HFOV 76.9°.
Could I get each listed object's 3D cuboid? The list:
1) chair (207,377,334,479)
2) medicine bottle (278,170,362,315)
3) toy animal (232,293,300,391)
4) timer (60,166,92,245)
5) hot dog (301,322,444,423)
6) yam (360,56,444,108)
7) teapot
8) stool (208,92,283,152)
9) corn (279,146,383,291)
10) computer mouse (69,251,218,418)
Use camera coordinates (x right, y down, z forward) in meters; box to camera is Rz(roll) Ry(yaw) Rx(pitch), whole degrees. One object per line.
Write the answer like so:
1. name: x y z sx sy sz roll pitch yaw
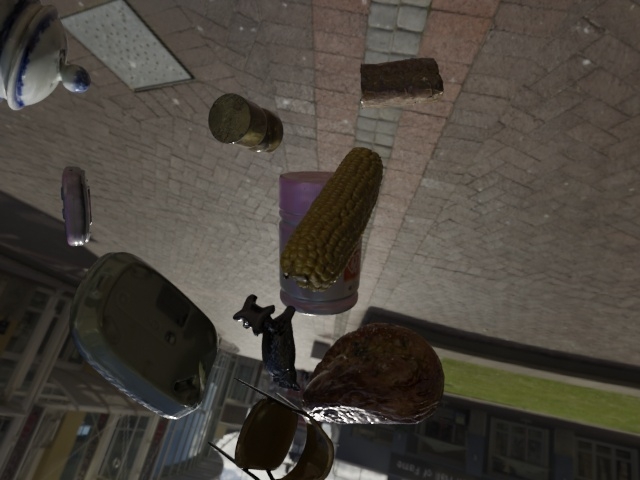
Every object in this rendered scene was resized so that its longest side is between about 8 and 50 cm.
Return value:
1. chair: -0.107 0.435 0.900 0.173 0.158 0.247 30 163 -30
2. medicine bottle: 0.000 0.000 0.972 0.203 0.315 0.202 2 -162 -1
3. toy animal: -0.087 0.214 0.855 0.121 0.117 0.209 4 125 50
4. timer: -0.684 -0.098 1.133 0.069 0.208 0.191 -5 -157 -29
5. hot dog: 0.112 0.346 1.023 0.388 0.267 0.174 -19 110 38
6. yam: 0.233 -0.464 1.185 0.239 0.127 0.129 -4 -171 6
7. teapot: -0.466 -0.286 0.550 0.280 0.252 0.424 23 -160 -28
8. stool: -0.276 -0.436 1.534 0.179 0.178 0.264 6 -175 20
9. corn: 0.027 -0.034 0.654 0.102 0.310 0.101 19 141 16
10. computer mouse: -0.280 0.164 0.672 0.095 0.197 0.330 -11 133 16
